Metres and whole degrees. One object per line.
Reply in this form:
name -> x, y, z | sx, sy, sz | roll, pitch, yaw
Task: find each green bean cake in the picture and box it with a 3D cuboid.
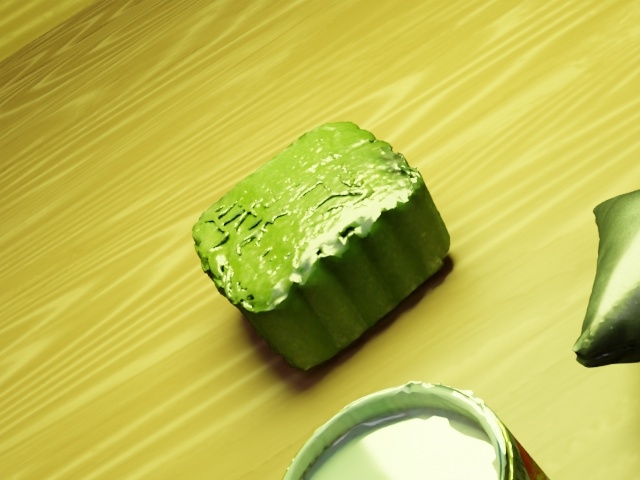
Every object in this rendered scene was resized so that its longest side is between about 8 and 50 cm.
green bean cake -> 0.000, 0.000, 1.003 | 0.214, 0.113, 0.200 | -36, 37, -4

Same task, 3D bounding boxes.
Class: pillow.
pillow -> 0.310, 0.009, 0.746 | 0.250, 0.106, 0.186 | -11, 32, 26

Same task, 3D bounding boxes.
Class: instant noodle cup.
instant noodle cup -> 0.073, 0.198, 0.663 | 0.205, 0.153, 0.205 | -21, 37, 17
